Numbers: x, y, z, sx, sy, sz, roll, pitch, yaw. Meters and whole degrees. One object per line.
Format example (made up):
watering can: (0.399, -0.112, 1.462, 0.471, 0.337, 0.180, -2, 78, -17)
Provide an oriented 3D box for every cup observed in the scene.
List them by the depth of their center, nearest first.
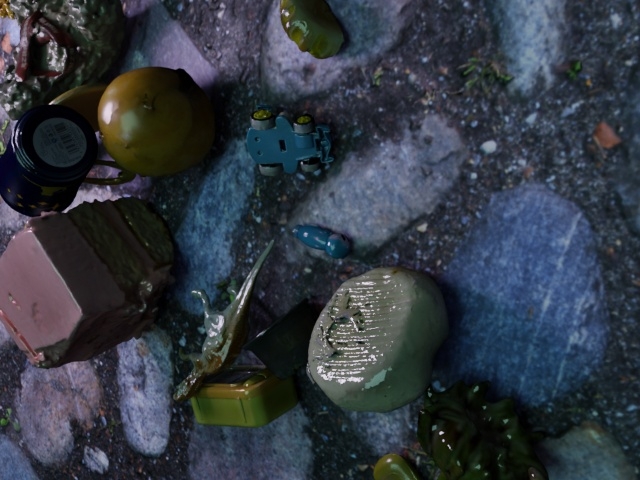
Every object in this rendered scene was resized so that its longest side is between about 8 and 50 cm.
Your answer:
cup: (-0.529, -0.177, 1.682, 0.256, 0.255, 0.178, -25, 89, 59)

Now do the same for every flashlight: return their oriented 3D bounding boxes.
flashlight: (0.000, 0.000, 1.523, 0.129, 0.051, 0.051, 18, 111, 36)

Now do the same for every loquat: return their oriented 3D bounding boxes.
loquat: (-0.327, -0.238, 1.611, 0.235, 0.235, 0.234, 10, 106, 36)

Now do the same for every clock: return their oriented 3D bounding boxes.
clock: (-0.159, 0.316, 1.658, 0.202, 0.143, 0.096, -9, 101, 39)

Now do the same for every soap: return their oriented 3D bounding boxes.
soap: (0.157, 0.463, 1.505, 0.140, 0.045, 0.089, 53, 129, 16)

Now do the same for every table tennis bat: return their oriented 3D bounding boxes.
table tennis bat: (-0.538, -0.258, 1.815, 0.050, 0.199, 0.321, 63, 151, 11)

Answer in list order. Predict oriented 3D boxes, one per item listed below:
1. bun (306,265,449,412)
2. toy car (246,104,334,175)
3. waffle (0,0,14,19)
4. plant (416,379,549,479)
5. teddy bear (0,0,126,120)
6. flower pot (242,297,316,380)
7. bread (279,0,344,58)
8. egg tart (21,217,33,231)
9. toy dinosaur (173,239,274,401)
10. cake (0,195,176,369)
bun: (0.104, 0.174, 1.397, 0.273, 0.168, 0.272, -29, 45, 34)
toy car: (-0.053, -0.198, 1.509, 0.162, 0.098, 0.126, -2, 129, 11)
waffle: (-0.771, -0.664, 1.979, 0.232, 0.051, 0.228, 26, 116, 32)
plant: (0.217, 0.399, 1.353, 0.251, 0.180, 0.333, 43, 122, 19)
teddy bear: (-0.606, -0.478, 1.796, 0.357, 0.224, 0.367, -47, 68, 15)
flower pot: (-0.057, 0.197, 1.556, 0.106, 0.157, 0.157, 51, 127, 2)
bread: (-0.026, -0.385, 1.433, 0.157, 0.094, 0.083, 51, 122, 8)
egg tart: (-0.727, 0.027, 2.087, 0.191, 0.074, 0.191, 8, 103, 35)
toy dinosaur: (-0.184, 0.147, 1.625, 0.393, 0.092, 0.205, -44, 36, 22)
cake: (-0.513, 0.090, 1.781, 0.314, 0.307, 0.293, -46, 73, 36)
